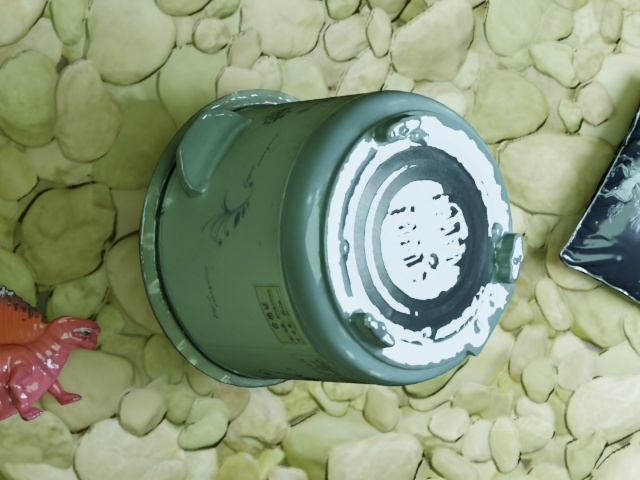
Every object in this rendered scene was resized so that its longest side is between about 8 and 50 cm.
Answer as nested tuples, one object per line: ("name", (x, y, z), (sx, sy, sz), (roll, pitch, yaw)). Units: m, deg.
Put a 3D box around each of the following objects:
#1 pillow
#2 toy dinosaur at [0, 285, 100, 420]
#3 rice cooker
("pillow", (0.325, -0.043, 1.789), (0.141, 0.055, 0.208), (29, 86, -21))
("toy dinosaur", (-0.332, 0.119, 1.639), (0.286, 0.070, 0.139), (-25, 86, -8))
("rice cooker", (0.000, 0.000, 1.595), (0.316, 0.316, 0.264), (34, 67, -12))
